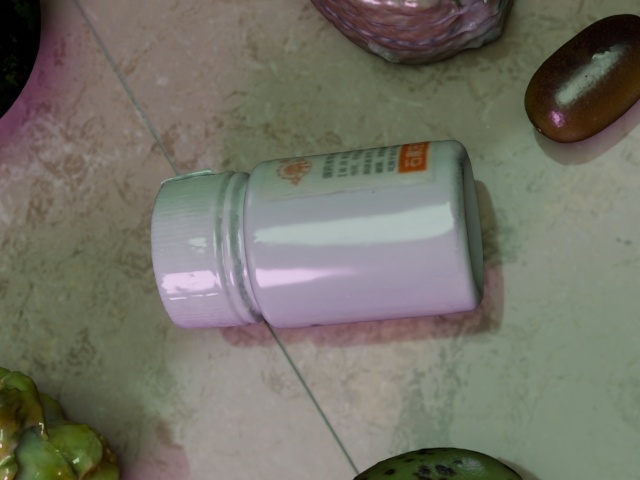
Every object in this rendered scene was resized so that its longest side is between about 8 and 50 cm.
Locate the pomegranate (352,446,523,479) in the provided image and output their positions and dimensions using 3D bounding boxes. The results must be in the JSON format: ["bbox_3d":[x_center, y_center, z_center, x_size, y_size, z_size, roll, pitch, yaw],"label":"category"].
[{"bbox_3d":[0.089,0.268,0.986,0.214,0.248,0.214,-2,103,-8],"label":"pomegranate"}]

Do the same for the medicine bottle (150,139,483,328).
[{"bbox_3d":[0.000,0.000,1.110,0.252,0.144,0.144,-8,78,10],"label":"medicine bottle"}]

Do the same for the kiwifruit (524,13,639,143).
[{"bbox_3d":[0.221,-0.130,1.117,0.124,0.075,0.075,-42,73,-2],"label":"kiwifruit"}]

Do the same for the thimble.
[{"bbox_3d":[0.058,-0.268,1.146,0.196,0.148,0.229,-18,74,10],"label":"thimble"}]

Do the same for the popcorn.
[{"bbox_3d":[-0.273,0.204,1.121,0.221,0.184,0.204,13,67,28],"label":"popcorn"}]

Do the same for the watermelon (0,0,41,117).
[{"bbox_3d":[-0.374,-0.195,1.189,0.269,0.269,0.269,-3,79,13],"label":"watermelon"}]
